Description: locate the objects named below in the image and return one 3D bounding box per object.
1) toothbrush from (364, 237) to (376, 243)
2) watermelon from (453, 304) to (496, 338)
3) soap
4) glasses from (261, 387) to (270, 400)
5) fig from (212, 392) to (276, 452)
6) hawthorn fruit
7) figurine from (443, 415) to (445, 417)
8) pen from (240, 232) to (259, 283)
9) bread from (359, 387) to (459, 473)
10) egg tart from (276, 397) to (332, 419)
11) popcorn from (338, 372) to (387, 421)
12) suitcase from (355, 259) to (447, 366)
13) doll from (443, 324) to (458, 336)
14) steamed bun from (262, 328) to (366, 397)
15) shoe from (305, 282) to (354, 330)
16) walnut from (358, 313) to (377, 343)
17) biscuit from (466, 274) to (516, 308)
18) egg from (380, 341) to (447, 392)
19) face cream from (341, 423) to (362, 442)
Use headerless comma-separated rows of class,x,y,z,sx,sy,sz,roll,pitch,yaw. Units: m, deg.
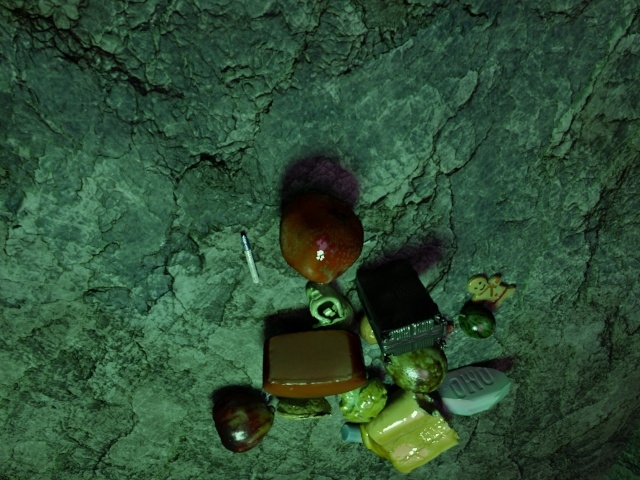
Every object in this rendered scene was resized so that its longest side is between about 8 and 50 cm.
toothbrush,0.108,0.038,1.518,0.204,0.022,0.017,-25,120,6
watermelon,0.634,0.332,1.750,0.188,0.140,0.140,22,114,-22
soap,0.696,0.683,1.947,0.324,0.192,0.109,-14,123,-5
glasses,-0.191,0.613,1.794,0.104,0.062,0.139,-11,126,-33
fig,-0.318,0.740,1.728,0.263,0.224,0.224,26,112,-30
hawthorn fruit,0.000,0.000,1.331,0.276,0.275,0.299,1,132,-14
figurine,0.527,0.967,2.125,0.236,0.127,0.155,-35,141,12
pen,-0.240,0.063,1.446,0.025,0.025,0.204,-13,122,-6
bread,0.377,0.841,1.937,0.394,0.250,0.361,-38,108,11
egg tart,-0.069,0.692,1.796,0.253,0.232,0.098,1,86,19
popcorn,0.185,0.687,1.841,0.221,0.183,0.204,-43,151,10
suitcase,0.271,0.242,1.493,0.230,0.335,0.152,-15,127,-4
doll,0.511,0.383,1.796,0.180,0.079,0.094,5,145,-31
steamed bun,-0.026,0.469,1.597,0.380,0.234,0.248,-4,152,-3
shoe,0.027,0.263,1.587,0.140,0.128,0.262,-21,122,17
walnut,0.222,0.326,1.645,0.144,0.144,0.180,21,128,-24
biscuit,0.699,0.210,1.757,0.235,0.030,0.153,29,109,-27
egg,0.380,0.494,1.732,0.290,0.238,0.238,30,110,-18
face cream,0.226,0.951,2.069,0.250,0.077,0.077,17,116,-24
